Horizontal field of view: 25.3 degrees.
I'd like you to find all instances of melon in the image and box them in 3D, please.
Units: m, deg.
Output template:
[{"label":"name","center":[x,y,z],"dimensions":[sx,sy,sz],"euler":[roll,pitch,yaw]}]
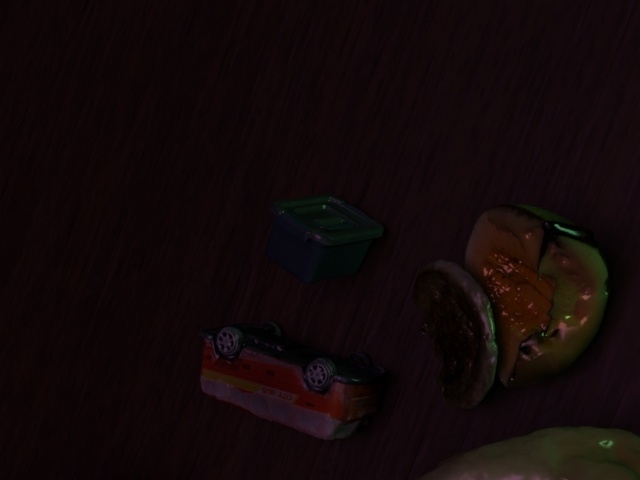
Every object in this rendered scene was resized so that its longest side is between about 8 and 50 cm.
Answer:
[{"label":"melon","center":[0.177,0.029,1.183],"dimensions":[0.128,0.079,0.160],"euler":[47,139,46]}]

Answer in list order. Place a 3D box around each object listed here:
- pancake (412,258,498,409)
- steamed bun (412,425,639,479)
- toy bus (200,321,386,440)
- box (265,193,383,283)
[{"label":"pancake","center":[0.116,0.078,1.212],"dimensions":[0.130,0.022,0.116],"euler":[70,154,19]},{"label":"steamed bun","center":[0.188,0.308,1.055],"dimensions":[0.325,0.230,0.372],"euler":[-48,65,20]},{"label":"toy bus","center":[-0.027,0.127,1.294],"dimensions":[0.174,0.079,0.077],"euler":[17,100,31]},{"label":"box","center":[0.000,0.000,1.284],"dimensions":[0.074,0.099,0.054],"euler":[31,114,31]}]
